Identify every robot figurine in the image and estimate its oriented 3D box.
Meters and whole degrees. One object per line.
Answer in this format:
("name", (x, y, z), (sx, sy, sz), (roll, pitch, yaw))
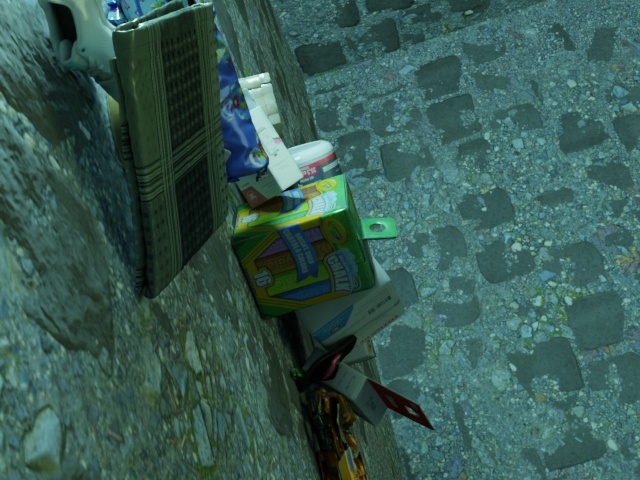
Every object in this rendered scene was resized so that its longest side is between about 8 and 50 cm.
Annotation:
("robot figurine", (0.043, 0.439, 1.754), (0.211, 0.085, 0.291), (57, 17, -70))

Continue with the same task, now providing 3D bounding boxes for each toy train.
("toy train", (-0.046, 0.272, 1.745), (0.023, 0.017, 0.083), (65, 4, 17))

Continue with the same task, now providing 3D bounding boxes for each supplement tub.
("supplement tub", (-0.023, -0.094, 2.111), (0.191, 0.191, 0.272), (-79, 151, -76))

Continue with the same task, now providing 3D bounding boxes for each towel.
("towel", (-0.187, -0.129, 1.071), (0.312, 0.056, 0.324), (-62, 153, -67))

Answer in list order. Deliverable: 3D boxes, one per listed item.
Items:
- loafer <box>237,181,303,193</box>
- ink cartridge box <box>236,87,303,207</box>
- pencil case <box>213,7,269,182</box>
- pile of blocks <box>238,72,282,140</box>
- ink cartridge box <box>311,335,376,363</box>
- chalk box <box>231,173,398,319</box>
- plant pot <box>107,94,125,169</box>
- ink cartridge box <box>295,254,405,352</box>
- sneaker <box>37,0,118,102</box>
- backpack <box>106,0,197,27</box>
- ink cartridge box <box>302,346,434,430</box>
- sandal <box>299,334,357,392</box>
("loafer", (-0.081, -0.097, 1.889), (0.366, 0.134, 0.130), (65, 11, -50))
("ink cartridge box", (-0.133, -0.173, 1.608), (0.067, 0.115, 0.198), (-37, 98, -38))
("pencil case", (-0.187, -0.237, 1.451), (0.133, 0.119, 0.306), (-65, 140, -60))
("pile of blocks", (-0.151, -0.264, 1.780), (0.362, 0.113, 0.148), (-116, -167, -78))
("ink cartridge box", (0.056, 0.250, 2.157), (0.176, 0.127, 0.128), (39, 35, -77))
("chalk box", (0.000, 0.000, 1.633), (0.180, 0.289, 0.179), (-94, 165, -66))
("plant pot", (-0.229, -0.125, 1.190), (0.236, 0.032, 0.236), (-18, 90, -83))
("ink cartridge box", (0.038, 0.109, 1.865), (0.197, 0.198, 0.270), (53, -2, 23))
("sneaker", (-0.269, -0.220, 0.995), (0.212, 0.080, 0.094), (64, 28, -46))
("backpack", (-0.248, -0.349, 1.235), (0.158, 0.117, 0.173), (-99, 170, -48))
("ink cartridge box", (0.113, 0.362, 1.927), (0.261, 0.066, 0.296), (27, -14, 24))
("sandal", (0.025, 0.259, 1.778), (0.040, 0.179, 0.067), (39, -38, 22))
